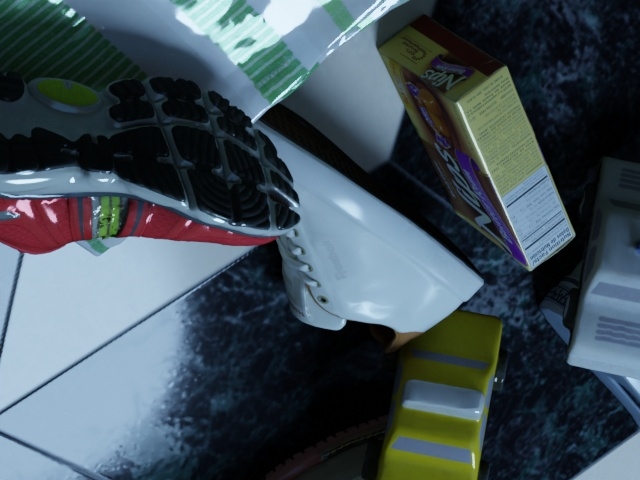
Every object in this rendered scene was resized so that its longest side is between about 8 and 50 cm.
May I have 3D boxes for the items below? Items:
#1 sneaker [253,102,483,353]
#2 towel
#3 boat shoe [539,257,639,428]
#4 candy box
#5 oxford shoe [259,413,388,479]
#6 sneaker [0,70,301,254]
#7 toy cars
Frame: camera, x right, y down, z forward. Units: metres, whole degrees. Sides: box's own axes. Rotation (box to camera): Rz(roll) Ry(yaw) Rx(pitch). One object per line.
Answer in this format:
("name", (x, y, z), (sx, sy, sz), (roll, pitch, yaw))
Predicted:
("sneaker", (0.000, 0.000, 1.383), (0.123, 0.106, 0.290), (-45, 128, 8))
("towel", (-0.100, -0.144, 1.184), (0.325, 0.038, 0.248), (-38, 134, 13))
("boat shoe", (0.348, 0.109, 1.683), (0.156, 0.136, 0.367), (-48, 123, -5))
("candy box", (0.121, -0.074, 1.421), (0.053, 0.109, 0.187), (-37, 132, -11))
("oxford shoe", (-0.028, 0.302, 1.512), (0.397, 0.146, 0.140), (-41, 131, -8))
("sneaker", (-0.148, -0.039, 1.185), (0.279, 0.107, 0.118), (9, 143, -27))
("toy cars", (0.177, 0.074, 1.496), (0.393, 0.176, 0.087), (-37, 167, -12))
